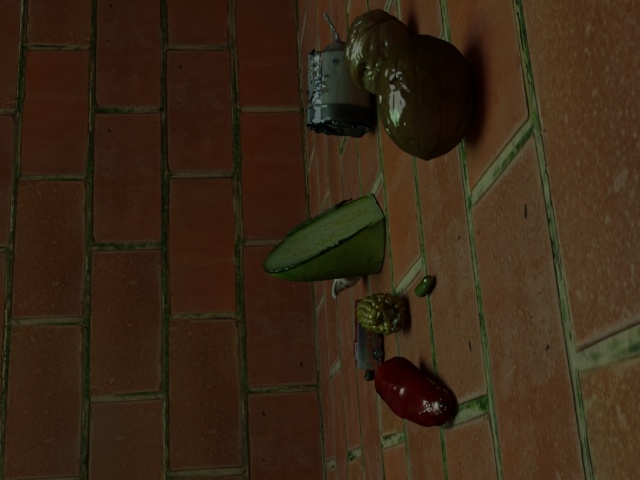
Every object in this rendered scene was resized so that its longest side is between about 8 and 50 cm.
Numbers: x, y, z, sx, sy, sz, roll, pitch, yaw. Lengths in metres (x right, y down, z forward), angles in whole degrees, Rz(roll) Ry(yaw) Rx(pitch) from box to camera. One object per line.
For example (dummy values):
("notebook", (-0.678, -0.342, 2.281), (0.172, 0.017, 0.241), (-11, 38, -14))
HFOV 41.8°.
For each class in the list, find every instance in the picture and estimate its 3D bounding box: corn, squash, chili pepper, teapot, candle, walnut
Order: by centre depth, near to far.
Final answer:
("walnut", (0.176, -0.236, 1.392), (0.167, 0.167, 0.207), (-148, 54, -82))
("squash", (0.212, 0.092, 1.694), (0.083, 0.027, 0.028), (108, 159, -69))
("chili pepper", (0.181, 0.306, 1.707), (0.387, 0.110, 0.110), (-167, 75, -78))
("walnut", (0.123, -0.403, 1.823), (0.155, 0.155, 0.184), (-98, 8, -45))
("corn", (0.136, 0.177, 2.029), (0.313, 0.101, 0.102), (140, 128, -81))
("squash", (0.000, 0.000, 2.249), (0.234, 0.308, 0.210), (-105, 16, -64))
("candle", (0.050, -0.443, 2.266), (0.187, 0.187, 0.331), (159, 111, -83))
("teapot", (0.077, 0.044, 2.459), (0.159, 0.116, 0.246), (69, -166, -72))

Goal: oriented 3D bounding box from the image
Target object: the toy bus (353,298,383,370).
("toy bus", (0.126, 0.251, 2.225), (0.065, 0.077, 0.192), (-140, 49, -84))
